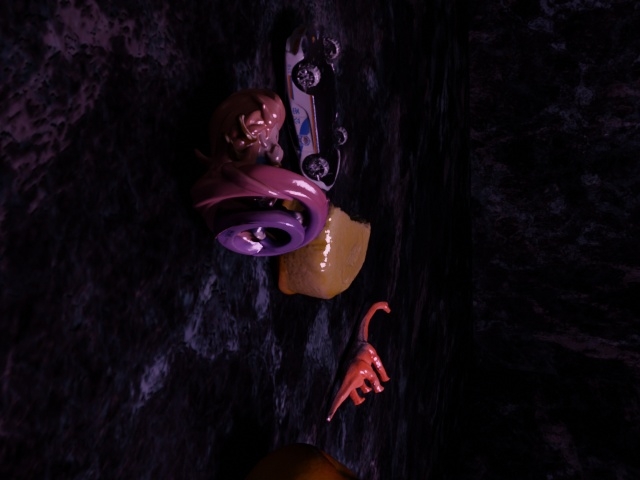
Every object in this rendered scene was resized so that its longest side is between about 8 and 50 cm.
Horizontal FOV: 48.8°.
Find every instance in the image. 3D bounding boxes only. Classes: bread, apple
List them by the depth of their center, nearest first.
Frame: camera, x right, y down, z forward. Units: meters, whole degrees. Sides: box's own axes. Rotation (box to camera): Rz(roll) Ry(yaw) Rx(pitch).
[{"bbox_3d":[-0.012,0.293,0.731,0.146,0.163,0.147,54,58,-75],"label":"apple"},{"bbox_3d":[-0.004,0.009,0.844,0.156,0.086,0.125,30,75,-66],"label":"bread"}]

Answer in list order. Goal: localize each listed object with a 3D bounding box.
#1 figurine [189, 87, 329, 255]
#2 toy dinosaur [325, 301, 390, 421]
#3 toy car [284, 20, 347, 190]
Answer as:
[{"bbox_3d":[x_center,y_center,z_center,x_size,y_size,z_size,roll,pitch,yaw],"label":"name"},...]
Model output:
[{"bbox_3d":[-0.066,-0.063,0.629,0.157,0.114,0.126,68,-19,10],"label":"figurine"},{"bbox_3d":[0.074,0.198,1.158,0.101,0.055,0.279,64,29,-13],"label":"toy dinosaur"},{"bbox_3d":[-0.008,-0.154,0.838,0.095,0.056,0.205,-65,156,-49],"label":"toy car"}]
